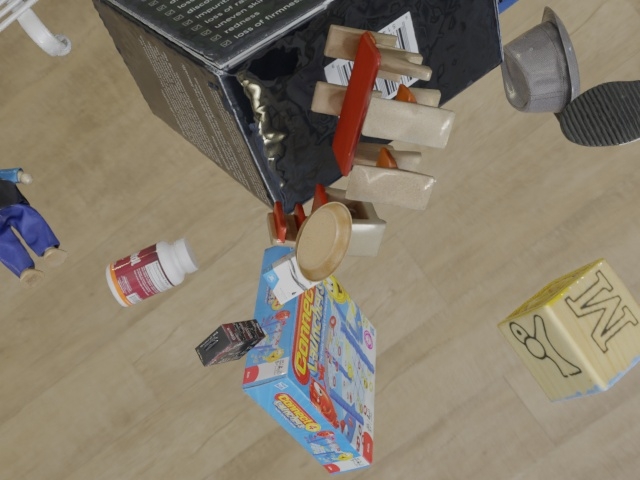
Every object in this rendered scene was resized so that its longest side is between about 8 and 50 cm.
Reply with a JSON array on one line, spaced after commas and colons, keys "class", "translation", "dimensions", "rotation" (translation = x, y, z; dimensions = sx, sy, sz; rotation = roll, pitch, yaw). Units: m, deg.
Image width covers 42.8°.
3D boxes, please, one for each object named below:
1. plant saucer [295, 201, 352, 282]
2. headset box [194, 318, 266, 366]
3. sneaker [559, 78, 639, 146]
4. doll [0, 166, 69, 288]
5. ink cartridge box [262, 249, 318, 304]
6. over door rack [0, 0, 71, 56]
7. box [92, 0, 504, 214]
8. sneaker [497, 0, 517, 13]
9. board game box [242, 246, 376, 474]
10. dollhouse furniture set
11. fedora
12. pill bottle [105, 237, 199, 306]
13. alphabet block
[{"class": "plant saucer", "translation": [0.000, 0.000, 0.806], "dimensions": [0.015, 0.083, 0.083], "rotation": [21, 98, 35]}, {"class": "headset box", "translation": [-0.125, 0.140, 1.113], "dimensions": [0.062, 0.083, 0.032], "rotation": [-42, 68, 28]}, {"class": "sneaker", "translation": [0.605, -0.247, 1.529], "dimensions": [0.330, 0.146, 0.122], "rotation": [-19, 81, 4]}, {"class": "doll", "translation": [-0.394, -0.029, 0.999], "dimensions": [0.129, 0.046, 0.189], "rotation": [-41, 73, -3]}, {"class": "ink cartridge box", "translation": [-0.028, 0.040, 1.053], "dimensions": [0.083, 0.028, 0.048], "rotation": [-31, 104, 2]}, {"class": "over door rack", "translation": [-0.309, -0.283, 0.692], "dimensions": [0.239, 0.108, 0.324], "rotation": [-38, 87, 4]}, {"class": "box", "translation": [-0.043, -0.360, 1.353], "dimensions": [0.480, 0.297, 0.472], "rotation": [-36, 45, -15]}, {"class": "sneaker", "translation": [0.399, -0.554, 1.714], "dimensions": [0.090, 0.081, 0.232], "rotation": [42, 137, -14]}, {"class": "board game box", "translation": [-0.006, 0.206, 1.463], "dimensions": [0.086, 0.308, 0.302], "rotation": [-18, 132, 23]}, {"class": "dollhouse furniture set", "translation": [0.029, -0.110, 0.966], "dimensions": [0.135, 0.262, 0.259], "rotation": [7, 119, -14]}, {"class": "fedora", "translation": [0.469, -0.375, 1.796], "dimensions": [0.124, 0.244, 0.275], "rotation": [-11, 48, 1]}, {"class": "pill bottle", "translation": [-0.302, 0.053, 1.476], "dimensions": [0.152, 0.086, 0.086], "rotation": [-24, 91, 2]}, {"class": "alphabet block", "translation": [0.511, 0.181, 1.624], "dimensions": [0.193, 0.192, 0.197], "rotation": [-32, 85, -26]}]
